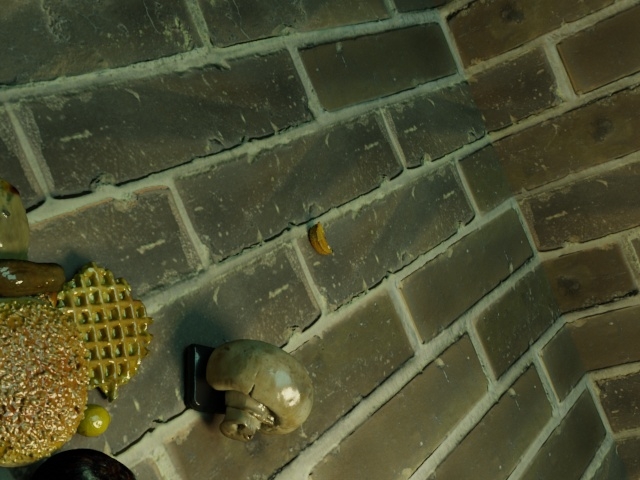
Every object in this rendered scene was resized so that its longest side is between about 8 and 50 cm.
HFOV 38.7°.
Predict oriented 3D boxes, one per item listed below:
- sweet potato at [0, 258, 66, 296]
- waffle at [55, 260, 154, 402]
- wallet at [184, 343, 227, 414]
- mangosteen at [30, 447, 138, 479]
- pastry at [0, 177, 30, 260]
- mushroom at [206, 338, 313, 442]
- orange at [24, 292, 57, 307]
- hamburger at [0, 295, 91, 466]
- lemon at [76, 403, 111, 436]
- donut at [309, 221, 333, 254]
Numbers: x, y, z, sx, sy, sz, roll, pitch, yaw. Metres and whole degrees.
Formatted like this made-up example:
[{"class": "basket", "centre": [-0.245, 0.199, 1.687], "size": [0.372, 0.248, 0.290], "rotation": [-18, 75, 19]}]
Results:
[{"class": "sweet potato", "centre": [-0.508, 0.063, 1.609], "size": [0.233, 0.081, 0.062], "rotation": [3, 106, -74]}, {"class": "waffle", "centre": [-0.437, 0.177, 1.806], "size": [0.245, 0.052, 0.254], "rotation": [50, 40, -25]}, {"class": "wallet", "centre": [-0.201, 0.317, 2.039], "size": [0.250, 0.044, 0.149], "rotation": [21, 62, -45]}, {"class": "mangosteen", "centre": [-0.413, 0.478, 1.587], "size": [0.216, 0.216, 0.216], "rotation": [25, 55, -43]}, {"class": "pastry", "centre": [-0.613, -0.043, 1.591], "size": [0.256, 0.170, 0.237], "rotation": [-5, 81, -57]}, {"class": "mushroom", "centre": [-0.118, 0.328, 1.958], "size": [0.254, 0.189, 0.195], "rotation": [49, 46, -29]}, {"class": "orange", "centre": [-0.535, 0.108, 1.697], "size": [0.086, 0.086, 0.062], "rotation": [-34, 144, -52]}, {"class": "hamburger", "centre": [-0.530, 0.239, 1.559], "size": [0.302, 0.170, 0.302], "rotation": [26, 55, -43]}, {"class": "lemon", "centre": [-0.432, 0.340, 1.725], "size": [0.083, 0.062, 0.062], "rotation": [5, 70, -50]}, {"class": "donut", "centre": [0.000, 0.000, 2.437], "size": [0.083, 0.038, 0.067], "rotation": [44, 41, -37]}]
